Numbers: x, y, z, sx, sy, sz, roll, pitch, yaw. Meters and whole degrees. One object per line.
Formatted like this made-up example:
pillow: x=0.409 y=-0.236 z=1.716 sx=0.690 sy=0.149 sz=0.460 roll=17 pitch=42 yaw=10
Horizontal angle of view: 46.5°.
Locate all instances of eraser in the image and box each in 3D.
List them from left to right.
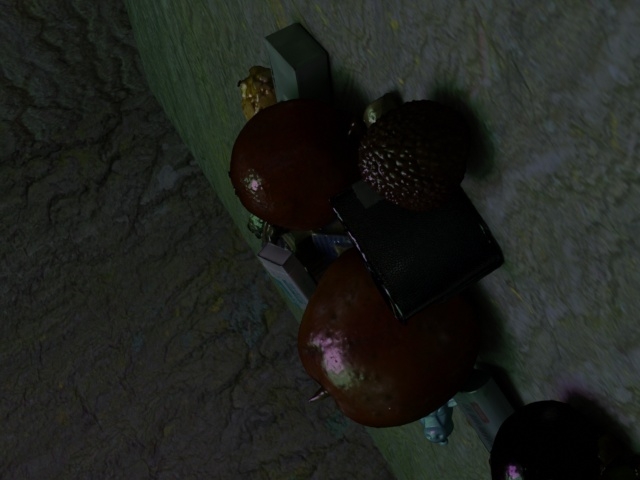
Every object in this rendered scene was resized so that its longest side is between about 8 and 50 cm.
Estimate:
eraser: x=-0.065 y=0.099 z=1.856 sx=0.096 sy=0.052 sz=0.225 roll=23 pitch=157 yaw=40
eraser: x=0.379 y=0.395 z=1.637 sx=0.227 sy=0.081 sz=0.174 roll=55 pitch=169 yaw=-5

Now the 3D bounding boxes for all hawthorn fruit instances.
hawthorn fruit: x=-0.035 y=-0.163 z=1.587 sx=0.295 sy=0.312 sz=0.294 roll=-17 pitch=-90 yaw=-82
hawthorn fruit: x=0.122 y=0.211 z=1.594 sx=0.402 sy=0.403 sz=0.402 roll=55 pitch=165 yaw=22

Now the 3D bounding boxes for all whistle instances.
whistle: x=0.281 y=0.390 z=1.891 sx=0.186 sy=0.093 sz=0.273 roll=-14 pitch=93 yaw=34

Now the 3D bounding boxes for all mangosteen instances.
mangosteen: x=0.427 y=0.393 z=1.290 sx=0.266 sy=0.228 sz=0.228 roll=-5 pitch=121 yaw=33

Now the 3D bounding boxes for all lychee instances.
lychee: x=0.156 y=-0.138 z=1.221 sx=0.194 sy=0.195 sz=0.194 roll=55 pitch=165 yaw=22

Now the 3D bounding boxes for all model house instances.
model house: x=0.000 y=0.000 z=1.879 sx=0.266 sy=0.261 sz=0.321 roll=50 pitch=169 yaw=28

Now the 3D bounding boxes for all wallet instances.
wallet: x=0.168 y=-0.012 z=1.329 sx=0.262 sy=0.221 sz=0.071 roll=59 pitch=171 yaw=3

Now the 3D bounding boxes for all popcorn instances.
popcorn: x=-0.140 y=-0.367 z=1.875 sx=0.152 sy=0.148 sz=0.167 roll=31 pitch=138 yaw=1

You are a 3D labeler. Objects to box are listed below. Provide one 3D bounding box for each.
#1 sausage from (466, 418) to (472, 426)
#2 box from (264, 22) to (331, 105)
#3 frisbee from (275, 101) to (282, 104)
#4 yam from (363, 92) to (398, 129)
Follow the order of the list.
sausage: x=0.399 y=0.466 z=1.857 sx=0.107 sy=0.031 sz=0.031 roll=47 pitch=161 yaw=48
box: x=-0.042 y=-0.353 z=1.673 sx=0.129 sy=0.086 sz=0.225 roll=52 pitch=164 yaw=30
frisbee: x=-0.076 y=-0.274 z=1.748 sx=0.110 sy=0.014 sz=0.110 roll=55 pitch=166 yaw=21
yam: x=0.180 y=-0.099 z=1.417 sx=0.371 sy=0.083 sz=0.083 roll=63 pitch=166 yaw=-12
